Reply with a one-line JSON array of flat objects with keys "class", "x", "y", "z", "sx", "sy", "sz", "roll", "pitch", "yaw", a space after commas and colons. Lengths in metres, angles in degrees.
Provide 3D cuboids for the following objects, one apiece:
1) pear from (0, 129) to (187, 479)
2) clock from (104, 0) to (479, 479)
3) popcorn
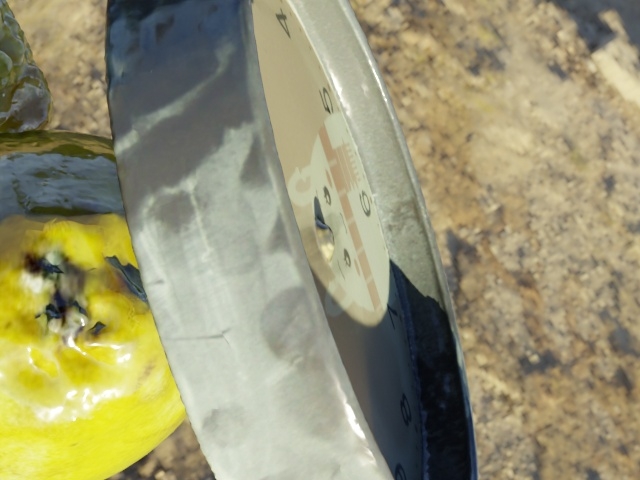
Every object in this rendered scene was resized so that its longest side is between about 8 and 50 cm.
[{"class": "pear", "x": -0.256, "y": 0.058, "z": 1.070, "sx": 0.352, "sy": 0.352, "sz": 0.413, "roll": 43, "pitch": -5, "yaw": -22}, {"class": "clock", "x": 0.000, "y": 0.000, "z": 0.679, "sx": 0.386, "sy": 0.076, "sz": 0.386, "roll": -17, "pitch": 90, "yaw": -77}, {"class": "popcorn", "x": -0.421, "y": -0.173, "z": 1.320, "sx": 0.225, "sy": 0.249, "sz": 0.249, "roll": -39, "pitch": 95, "yaw": -30}]
